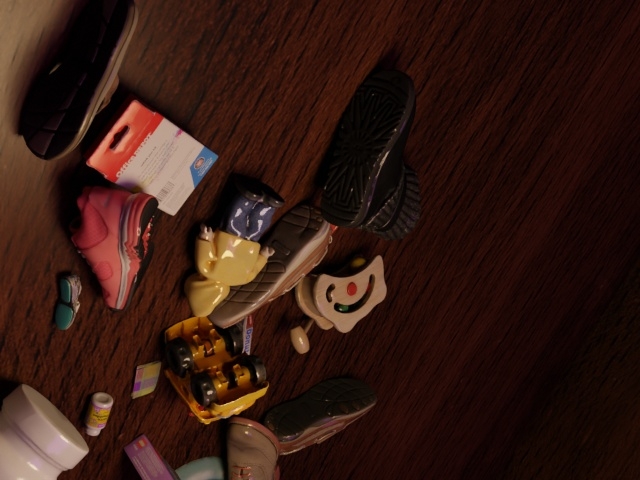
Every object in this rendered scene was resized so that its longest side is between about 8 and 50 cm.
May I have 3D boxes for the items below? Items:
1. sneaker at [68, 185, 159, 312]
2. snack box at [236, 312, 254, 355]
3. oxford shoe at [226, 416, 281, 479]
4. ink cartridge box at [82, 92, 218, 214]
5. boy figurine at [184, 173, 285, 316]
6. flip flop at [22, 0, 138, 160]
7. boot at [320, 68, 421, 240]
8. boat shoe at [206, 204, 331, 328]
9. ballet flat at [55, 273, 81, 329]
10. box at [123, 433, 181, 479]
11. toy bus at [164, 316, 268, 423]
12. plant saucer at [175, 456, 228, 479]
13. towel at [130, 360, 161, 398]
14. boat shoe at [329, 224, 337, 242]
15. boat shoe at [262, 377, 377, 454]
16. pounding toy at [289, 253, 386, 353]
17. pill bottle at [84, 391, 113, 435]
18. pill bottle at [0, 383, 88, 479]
[{"bbox_3d":[-0.361,0.005,1.670,0.314,0.136,0.116,112,-2,-52],"label":"sneaker"},{"bbox_3d":[-0.173,0.201,2.074,0.022,0.064,0.178,-20,135,-34],"label":"snack box"},{"bbox_3d":[-0.165,0.542,2.307,0.348,0.122,0.130,79,26,-47],"label":"oxford shoe"},{"bbox_3d":[-0.291,-0.148,1.612,0.134,0.078,0.231,-52,145,2],"label":"ink cartridge box"},{"bbox_3d":[-0.171,0.022,1.885,0.177,0.092,0.285,13,114,-39],"label":"boy figurine"},{"bbox_3d":[-0.348,-0.240,1.460,0.277,0.112,0.080,-61,159,5],"label":"flip flop"},{"bbox_3d":[0.144,-0.171,2.030,0.260,0.131,0.348,7,111,-55],"label":"boot"},{"bbox_3d":[-0.095,0.070,1.999,0.324,0.123,0.116,-40,146,-12],"label":"boat shoe"},{"bbox_3d":[-0.439,0.107,1.718,0.041,0.041,0.114,-15,133,-40],"label":"ballet flat"},{"bbox_3d":[-0.298,0.569,2.071,0.057,0.293,0.201,-35,142,-12],"label":"box"},{"bbox_3d":[-0.224,0.294,1.981,0.149,0.220,0.211,-15,139,-35],"label":"toy bus"},{"bbox_3d":[-0.324,0.657,2.345,0.317,0.043,0.318,-29,139,-29],"label":"plant saucer"},{"bbox_3d":[-0.357,0.283,1.993,0.060,0.009,0.083,-15,132,-41],"label":"towel"},{"bbox_3d":[0.000,0.000,2.104,0.137,0.043,0.049,-46,143,-9],"label":"boat shoe"},{"bbox_3d":[-0.010,0.445,2.448,0.324,0.122,0.120,-15,138,-29],"label":"boat shoe"},{"bbox_3d":[0.009,0.117,2.199,0.269,0.154,0.154,-39,116,-32],"label":"pounding toy"},{"bbox_3d":[-0.440,0.344,1.926,0.043,0.043,0.083,-5,125,-46],"label":"pill bottle"},{"bbox_3d":[-0.594,0.438,1.697,0.363,0.210,0.210,-45,145,-9],"label":"pill bottle"}]
